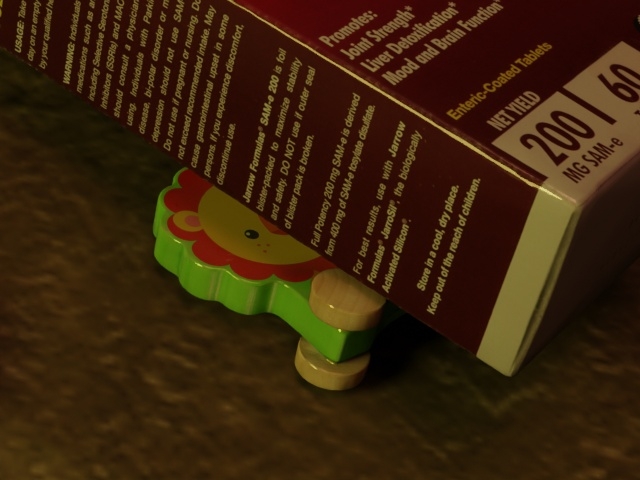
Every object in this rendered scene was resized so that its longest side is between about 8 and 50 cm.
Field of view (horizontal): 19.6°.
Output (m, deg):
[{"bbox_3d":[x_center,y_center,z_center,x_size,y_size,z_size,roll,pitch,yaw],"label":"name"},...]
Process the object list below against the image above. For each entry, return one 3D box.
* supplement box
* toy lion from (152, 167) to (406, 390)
[{"bbox_3d":[0.005,-0.072,0.601,0.239,0.073,0.130,32,42,20],"label":"supplement box"},{"bbox_3d":[0.000,0.000,0.603,0.100,0.034,0.096,-21,49,-38],"label":"toy lion"}]
